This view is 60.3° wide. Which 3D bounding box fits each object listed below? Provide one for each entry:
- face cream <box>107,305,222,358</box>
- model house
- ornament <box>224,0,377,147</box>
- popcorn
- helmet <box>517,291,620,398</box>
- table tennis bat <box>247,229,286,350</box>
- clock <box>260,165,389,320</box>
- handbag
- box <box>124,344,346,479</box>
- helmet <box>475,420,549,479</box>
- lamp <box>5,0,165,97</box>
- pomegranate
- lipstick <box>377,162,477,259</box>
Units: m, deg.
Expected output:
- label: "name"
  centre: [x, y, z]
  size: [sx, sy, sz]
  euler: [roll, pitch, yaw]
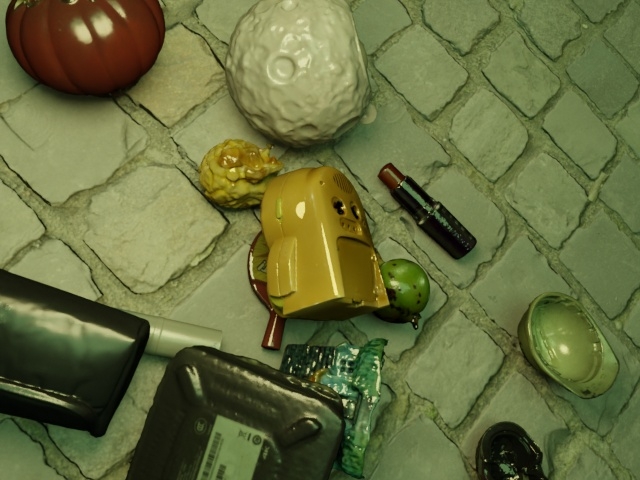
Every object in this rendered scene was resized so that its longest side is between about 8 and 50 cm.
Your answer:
- label: "face cream"
  centre: [-0.324, 0.188, 1.084]
  size: [0.250, 0.077, 0.077]
  euler: [15, 71, -14]
- label: "model house"
  centre: [-0.002, 0.312, 1.099]
  size: [0.241, 0.226, 0.261]
  euler: [10, 68, 10]
- label: "ornament"
  centre: [-0.050, -0.368, 1.199]
  size: [0.337, 0.337, 0.336]
  euler: [5, 74, -17]
- label: "popcorn"
  centre: [-0.170, -0.145, 1.186]
  size: [0.180, 0.180, 0.170]
  euler: [24, 102, -11]
- label: "helmet"
  centre: [0.568, 0.259, 1.333]
  size: [0.204, 0.137, 0.257]
  euler: [-27, 79, -23]
- label: "table tennis bat"
  centre: [-0.074, 0.090, 1.222]
  size: [0.201, 0.038, 0.310]
  euler: [19, 67, -13]
- label: "clock"
  centre: [0.000, 0.000, 1.131]
  size: [0.244, 0.200, 0.316]
  euler: [21, 59, -56]
- label: "handbag"
  centre: [-0.477, 0.221, 0.930]
  size: [0.302, 0.178, 0.274]
  euler: [21, 96, -13]
- label: "box"
  centre: [-0.158, 0.392, 0.976]
  size: [0.351, 0.091, 0.359]
  euler: [17, 85, 15]
- label: "helmet"
  centre: [0.414, 0.509, 1.234]
  size: [0.153, 0.107, 0.176]
  euler: [1, 56, -15]
- label: "lamp"
  centre: [-0.464, -0.424, 1.103]
  size: [0.303, 0.257, 0.303]
  euler: [-5, 48, 6]
- label: "pomegranate"
  centre: [0.143, 0.098, 1.234]
  size: [0.220, 0.156, 0.156]
  euler: [28, 67, 9]
- label: "lipstick"
  centre: [0.257, -0.074, 1.352]
  size: [0.300, 0.081, 0.081]
  euler: [42, 67, -4]
